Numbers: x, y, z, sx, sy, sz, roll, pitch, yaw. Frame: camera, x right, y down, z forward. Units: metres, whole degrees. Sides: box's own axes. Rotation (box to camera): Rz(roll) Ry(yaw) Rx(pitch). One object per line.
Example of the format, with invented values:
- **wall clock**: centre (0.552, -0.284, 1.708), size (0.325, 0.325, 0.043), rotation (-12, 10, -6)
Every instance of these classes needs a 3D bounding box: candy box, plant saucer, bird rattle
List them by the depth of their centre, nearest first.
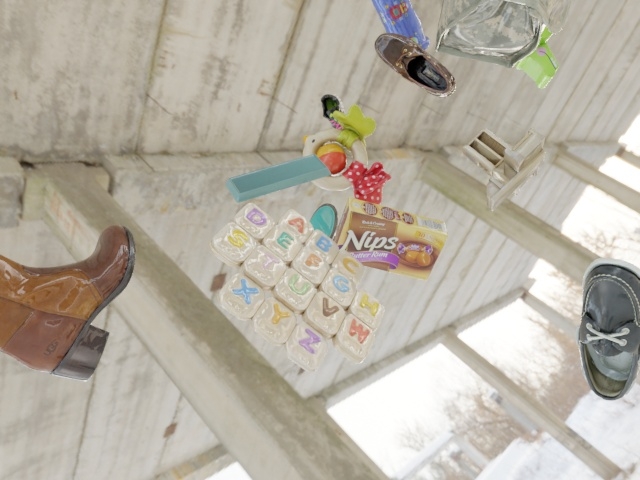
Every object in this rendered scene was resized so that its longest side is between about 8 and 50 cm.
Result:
- **candy box**: centre (0.123, -0.001, 0.997), size (0.186, 0.053, 0.109), rotation (14, -57, -8)
- **plant saucer**: centre (-0.078, -0.120, 1.023), size (0.192, 0.067, 0.018), rotation (-20, -45, -19)
- **bird rattle**: centre (0.059, -0.199, 1.384), size (0.206, 0.254, 0.143), rotation (-9, -5, 0)

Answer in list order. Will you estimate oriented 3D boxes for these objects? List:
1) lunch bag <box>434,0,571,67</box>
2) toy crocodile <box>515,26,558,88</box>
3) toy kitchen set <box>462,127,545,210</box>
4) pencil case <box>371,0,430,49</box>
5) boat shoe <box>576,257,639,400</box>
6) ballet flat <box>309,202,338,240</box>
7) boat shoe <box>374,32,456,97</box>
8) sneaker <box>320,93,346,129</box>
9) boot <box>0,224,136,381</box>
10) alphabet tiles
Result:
- **lunch bag**: centre (0.279, -0.404, 0.776), size (0.287, 0.168, 0.236), rotation (-50, -27, -84)
- **toy crocodile**: centre (0.431, -0.499, 1.231), size (0.105, 0.341, 0.115), rotation (-23, -6, 0)
- **toy kitchen set**: centre (0.166, -0.079, 0.538), size (0.068, 0.075, 0.083), rotation (-44, -24, 0)
- **pencil case**: centre (0.227, -0.712, 1.677), size (0.119, 0.133, 0.306), rotation (-26, -61, 11)
- **boat shoe**: centre (0.481, 0.156, 0.896), size (0.091, 0.114, 0.303), rotation (-52, -50, -28)
- **ballet flat**: centre (0.000, 0.000, 1.262), size (0.074, 0.074, 0.203), rotation (-11, -51, -48)
- **boat shoe**: centre (0.198, -0.376, 1.158), size (0.073, 0.207, 0.073), rotation (-60, -14, 25)
- **sneaker**: centre (0.046, -0.340, 1.529), size (0.063, 0.171, 0.074), rotation (-28, -13, 25)
- **boot**: centre (-0.421, 0.037, 0.765), size (0.280, 0.096, 0.264), rotation (31, -125, -30)
- **alphabet tiles**: centre (-0.028, 0.059, 0.835), size (0.021, 0.284, 0.278), rotation (-51, 2, 34)
